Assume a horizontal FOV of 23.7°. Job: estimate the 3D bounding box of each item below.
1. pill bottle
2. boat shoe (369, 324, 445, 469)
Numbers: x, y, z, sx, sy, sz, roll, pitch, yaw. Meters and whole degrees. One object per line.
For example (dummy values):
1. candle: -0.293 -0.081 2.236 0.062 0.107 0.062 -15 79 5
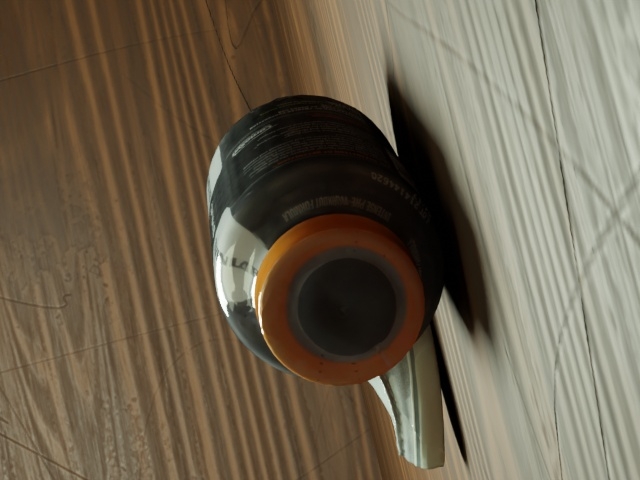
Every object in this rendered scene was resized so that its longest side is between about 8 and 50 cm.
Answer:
1. pill bottle: 0.000 0.000 0.893 0.246 0.130 0.130 -107 5 -73
2. boat shoe: 0.031 0.053 1.061 0.079 0.081 0.227 82 175 -71
